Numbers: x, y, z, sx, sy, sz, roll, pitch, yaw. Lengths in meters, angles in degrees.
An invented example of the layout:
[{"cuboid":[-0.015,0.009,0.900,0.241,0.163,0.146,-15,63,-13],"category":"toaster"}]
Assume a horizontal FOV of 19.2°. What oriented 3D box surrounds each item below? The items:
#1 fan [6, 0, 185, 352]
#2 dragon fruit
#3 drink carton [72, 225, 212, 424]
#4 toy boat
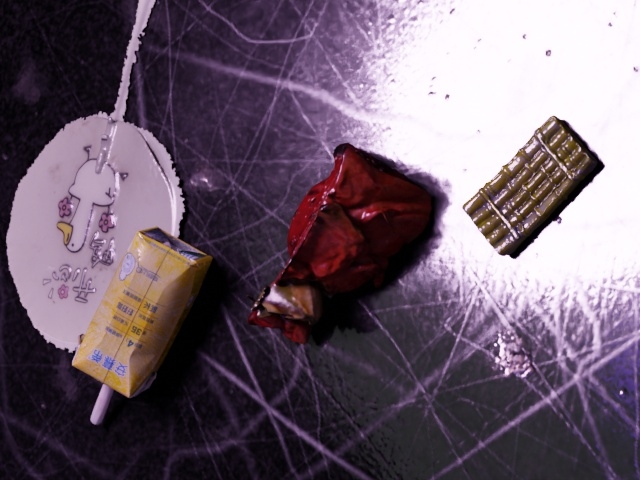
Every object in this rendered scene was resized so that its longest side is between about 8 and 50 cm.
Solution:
[{"cuboid":[-0.210,-0.094,1.863,0.233,0.012,0.414,11,88,36],"category":"fan"},{"cuboid":[-0.010,-0.001,1.657,0.192,0.092,0.122,-52,58,16],"category":"dragon fruit"},{"cuboid":[-0.179,0.089,1.767,0.084,0.074,0.200,28,99,6],"category":"drink carton"},{"cuboid":[0.174,-0.045,1.583,0.115,0.016,0.063,-48,59,19],"category":"toy boat"}]
